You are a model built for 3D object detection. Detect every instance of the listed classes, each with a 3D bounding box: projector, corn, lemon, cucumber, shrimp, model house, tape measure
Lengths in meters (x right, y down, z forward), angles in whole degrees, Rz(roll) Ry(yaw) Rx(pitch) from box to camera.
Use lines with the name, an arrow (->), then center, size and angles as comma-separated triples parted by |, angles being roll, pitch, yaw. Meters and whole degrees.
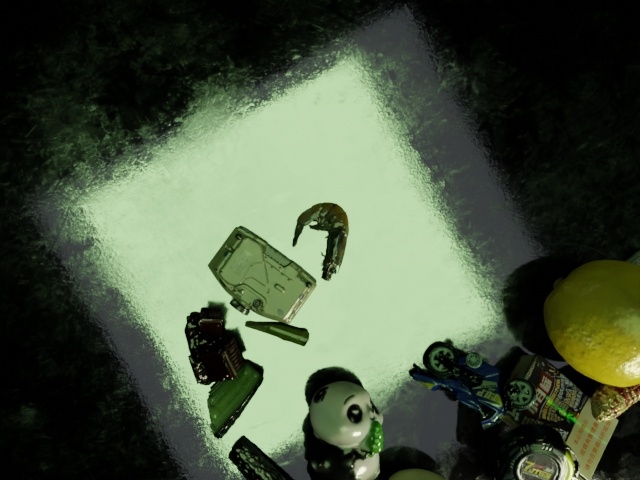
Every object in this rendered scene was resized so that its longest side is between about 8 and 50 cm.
projector -> -0.165, 0.106, 1.587 | 0.269, 0.088, 0.194 | 36, 84, -4
corn -> 0.845, 0.401, 1.636 | 0.289, 0.098, 0.098 | -27, 93, -24
lemon -> 0.768, 0.212, 1.554 | 0.347, 0.348, 0.348 | 0, 90, -5
cucumber -> -0.231, 0.425, 1.587 | 0.193, 0.115, 0.086 | -53, 137, -7
cucumber -> -0.159, 0.637, 1.601 | 0.078, 0.062, 0.211 | -45, 94, -3
shrimp -> 0.000, 0.000, 1.625 | 0.150, 0.051, 0.217 | 7, 82, -2
model house -> -0.288, 0.275, 1.541 | 0.141, 0.164, 0.203 | -23, 90, -10
tape measure -> 0.559, 0.565, 1.523 | 0.199, 0.112, 0.186 | 17, 113, 2

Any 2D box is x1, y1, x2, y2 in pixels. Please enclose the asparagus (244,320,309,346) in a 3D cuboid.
asparagus -> -0.118, 0.244, 1.615 | 0.178, 0.045, 0.041 | 19, 55, -4

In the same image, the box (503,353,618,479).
box -> 0.648, 0.486, 1.639 | 0.310, 0.084, 0.198 | 39, 71, -4

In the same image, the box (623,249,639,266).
box -> 0.926, 0.095, 1.709 | 0.177, 0.036, 0.115 | -34, 93, -4

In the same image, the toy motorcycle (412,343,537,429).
toy motorcycle -> 0.405, 0.395, 1.585 | 0.315, 0.113, 0.169 | 21, 75, 30

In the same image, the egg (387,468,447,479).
egg -> 0.279, 0.714, 1.579 | 0.241, 0.186, 0.186 | 30, 88, 4

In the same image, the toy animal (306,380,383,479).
toy animal -> 0.070, 0.508, 1.551 | 0.212, 0.212, 0.267 | 7, 96, -5
